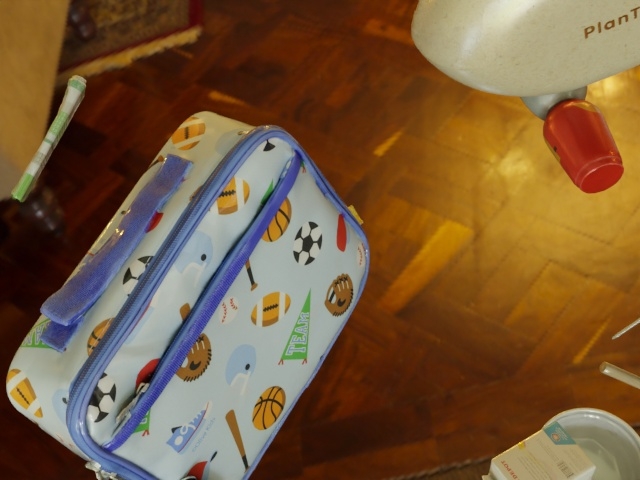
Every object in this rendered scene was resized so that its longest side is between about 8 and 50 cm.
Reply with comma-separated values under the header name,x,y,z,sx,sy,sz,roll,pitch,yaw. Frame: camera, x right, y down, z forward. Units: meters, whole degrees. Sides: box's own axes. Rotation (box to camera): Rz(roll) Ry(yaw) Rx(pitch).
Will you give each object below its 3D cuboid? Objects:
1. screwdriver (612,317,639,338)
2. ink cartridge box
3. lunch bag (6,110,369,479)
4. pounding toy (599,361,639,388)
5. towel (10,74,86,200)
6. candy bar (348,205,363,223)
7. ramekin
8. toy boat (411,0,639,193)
name,x,y,z,sx,sy,sz,roll,pitch,yaw
screwdriver,0.412,0.066,1.158,0.170,0.025,0.024,-35,14,20
ink cartridge box,0.318,0.355,1.460,0.143,0.090,0.092,-25,53,-17
lunch bag,-0.096,0.062,0.785,0.114,0.243,0.303,19,69,35
pounding toy,0.543,0.153,1.382,0.237,0.182,0.110,-55,27,15
towel,-0.313,-0.115,1.122,0.152,0.023,0.113,-63,13,-8
candy bar,0.000,0.000,1.685,0.161,0.018,0.040,-36,64,15
ramekin,0.485,0.421,1.794,0.207,0.109,0.207,-2,61,3
toy boat,0.203,-0.177,0.800,0.267,0.318,0.148,-18,56,0
